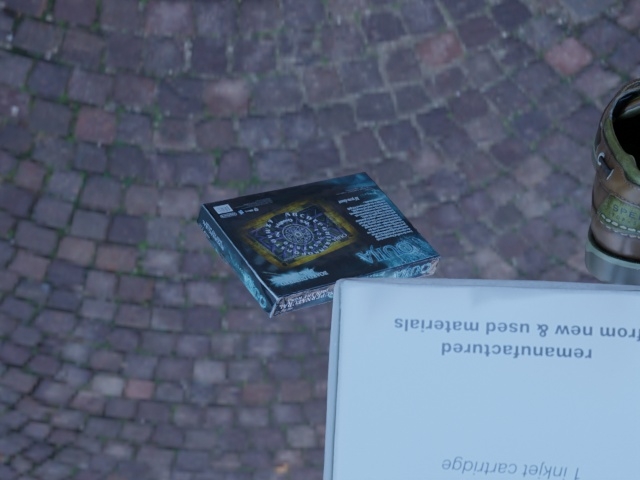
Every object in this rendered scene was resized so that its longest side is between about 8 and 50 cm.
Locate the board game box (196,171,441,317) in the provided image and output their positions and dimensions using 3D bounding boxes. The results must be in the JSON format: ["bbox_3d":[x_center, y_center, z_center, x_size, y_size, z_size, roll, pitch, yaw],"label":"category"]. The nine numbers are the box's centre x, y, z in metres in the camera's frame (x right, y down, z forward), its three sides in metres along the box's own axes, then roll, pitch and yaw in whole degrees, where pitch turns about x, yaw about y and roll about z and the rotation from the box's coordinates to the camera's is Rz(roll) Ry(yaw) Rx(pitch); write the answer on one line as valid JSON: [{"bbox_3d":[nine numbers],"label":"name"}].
[{"bbox_3d":[0.000,0.000,1.182,0.186,0.126,0.026,-13,139,-35],"label":"board game box"}]

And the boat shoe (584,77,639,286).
[{"bbox_3d":[0.287,-0.079,1.117,0.111,0.307,0.104,7,122,9],"label":"boat shoe"}]

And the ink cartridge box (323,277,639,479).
[{"bbox_3d":[0.066,0.167,0.476,0.117,0.282,0.207,2,170,10],"label":"ink cartridge box"}]
